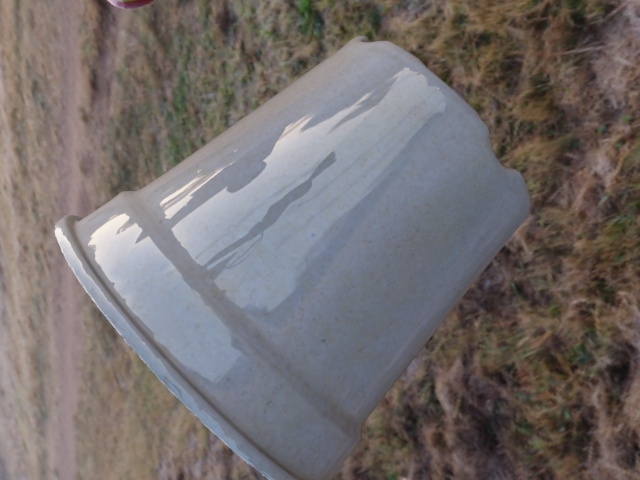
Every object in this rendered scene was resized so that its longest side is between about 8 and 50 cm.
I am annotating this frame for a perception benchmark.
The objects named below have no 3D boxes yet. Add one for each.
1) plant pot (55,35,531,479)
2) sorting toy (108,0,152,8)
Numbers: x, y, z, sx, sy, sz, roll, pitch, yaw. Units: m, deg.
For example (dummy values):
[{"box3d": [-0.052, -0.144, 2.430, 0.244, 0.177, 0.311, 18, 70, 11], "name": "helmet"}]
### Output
[{"box3d": [0.000, 0.000, 0.729, 0.334, 0.305, 0.334, 46, 177, 3], "name": "plant pot"}, {"box3d": [-0.209, -0.271, 0.652, 0.046, 0.132, 0.274, 81, 172, -62], "name": "sorting toy"}]
